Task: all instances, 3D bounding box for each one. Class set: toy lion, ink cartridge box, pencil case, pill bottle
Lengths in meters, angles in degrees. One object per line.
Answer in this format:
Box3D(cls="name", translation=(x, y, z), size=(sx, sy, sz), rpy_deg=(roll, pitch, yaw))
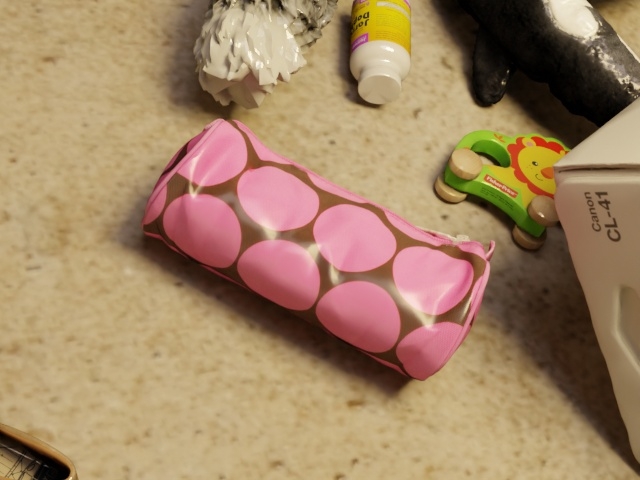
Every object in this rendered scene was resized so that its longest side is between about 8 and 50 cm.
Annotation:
Box3D(cls="toy lion", translation=(0.140, -0.045, 1.046), size=(0.100, 0.034, 0.096), rpy_deg=(31, 44, 4))
Box3D(cls="ink cartridge box", translation=(0.305, -0.016, 0.954), size=(0.306, 0.131, 0.226), rpy_deg=(-38, 115, -37))
Box3D(cls="pencil case", translation=(0.000, 0.000, 0.923), size=(0.209, 0.095, 0.098), rpy_deg=(28, 81, 1))
Box3D(cls="pill bottle", translation=(0.042, -0.137, 1.067), size=(0.043, 0.043, 0.083), rpy_deg=(12, 52, -12))

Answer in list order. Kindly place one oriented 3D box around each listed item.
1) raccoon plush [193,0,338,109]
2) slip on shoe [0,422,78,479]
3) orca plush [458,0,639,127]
Box3D(cls="raccoon plush", translation=(-0.029, -0.350, 1.012), size=(0.299, 0.216, 0.446), rpy_deg=(44, 46, -25))
Box3D(cls="slip on shoe", translation=(-0.191, 0.109, 0.802), size=(0.135, 0.041, 0.051), rpy_deg=(29, 51, 2))
Box3D(cls="orca plush", translation=(0.164, -0.126, 1.099), size=(0.287, 0.102, 0.151), rpy_deg=(49, 9, 7))
